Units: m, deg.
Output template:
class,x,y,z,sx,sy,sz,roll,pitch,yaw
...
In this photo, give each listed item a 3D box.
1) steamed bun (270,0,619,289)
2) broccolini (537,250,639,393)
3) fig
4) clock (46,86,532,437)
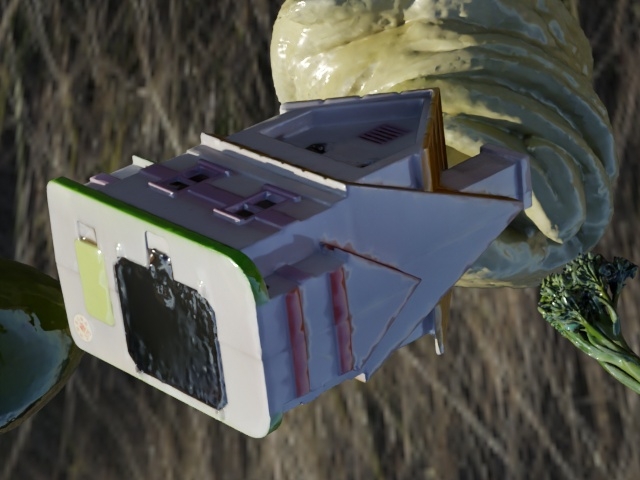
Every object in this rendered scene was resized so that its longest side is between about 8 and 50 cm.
class,x,y,z,sx,sy,sz,roll,pitch,yaw
steamed bun,0.119,-0.110,1.954,0.324,0.230,0.372,-14,98,16
broccolini,0.175,0.077,0.983,0.052,0.194,0.054,-14,142,-48
fig,-0.344,0.104,2.063,0.225,0.203,0.203,-13,136,-18
clock,0.000,0.000,1.447,0.309,0.235,0.166,-26,122,-34
